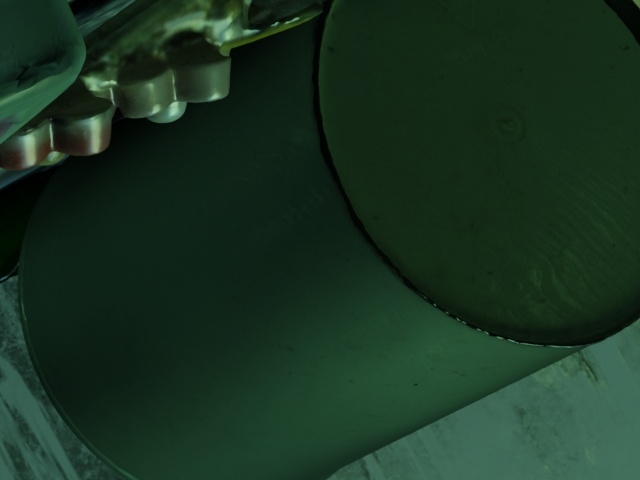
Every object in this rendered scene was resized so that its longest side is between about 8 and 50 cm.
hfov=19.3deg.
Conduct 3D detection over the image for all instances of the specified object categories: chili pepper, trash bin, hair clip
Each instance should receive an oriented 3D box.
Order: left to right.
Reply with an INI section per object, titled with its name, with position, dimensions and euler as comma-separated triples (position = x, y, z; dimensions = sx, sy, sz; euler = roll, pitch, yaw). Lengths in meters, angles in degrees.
[chili pepper]
position = -0.257, 0.015, 1.333
dimensions = 0.216, 0.062, 0.108
euler = -30, -171, 1
[hair clip]
position = -0.087, -0.049, 0.639
dimensions = 0.214, 0.056, 0.062
euler = -31, -144, -25
[trash bin]
position = 0.000, 0.000, 1.146
dimensions = 0.280, 0.280, 0.432
euler = -31, 180, -34

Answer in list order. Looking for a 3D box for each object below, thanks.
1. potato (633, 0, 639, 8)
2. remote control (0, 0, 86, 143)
[potato]
position = 0.189, -0.191, 1.261
dimensions = 0.235, 0.128, 0.161
euler = -37, -170, -28
[remote control]
position = -0.200, 0.028, 0.335
dimensions = 0.344, 0.050, 0.145
euler = -32, -176, -40
